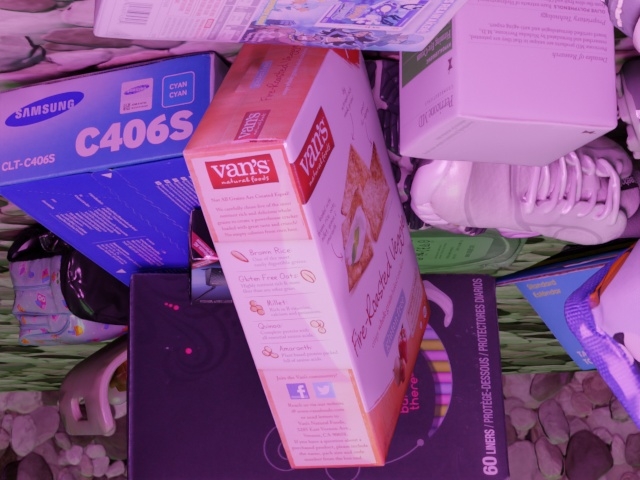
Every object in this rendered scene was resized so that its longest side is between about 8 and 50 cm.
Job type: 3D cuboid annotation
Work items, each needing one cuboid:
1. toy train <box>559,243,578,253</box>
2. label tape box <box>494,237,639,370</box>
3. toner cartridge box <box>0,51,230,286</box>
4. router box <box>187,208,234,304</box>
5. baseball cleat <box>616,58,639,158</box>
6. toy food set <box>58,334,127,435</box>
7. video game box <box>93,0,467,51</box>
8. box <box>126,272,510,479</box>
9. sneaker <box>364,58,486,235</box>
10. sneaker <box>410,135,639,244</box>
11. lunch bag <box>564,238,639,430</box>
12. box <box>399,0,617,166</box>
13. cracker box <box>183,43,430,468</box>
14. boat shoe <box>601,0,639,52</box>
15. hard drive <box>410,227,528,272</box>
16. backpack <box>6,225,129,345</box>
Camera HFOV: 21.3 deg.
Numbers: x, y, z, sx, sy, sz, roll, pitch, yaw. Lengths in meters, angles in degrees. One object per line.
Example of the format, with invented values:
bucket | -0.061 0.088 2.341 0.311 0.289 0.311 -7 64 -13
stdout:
toy train | 0.326 0.015 1.657 0.184 0.080 0.105 4 163 -21
label tape box | 0.306 0.026 1.326 0.333 0.106 0.240 -21 -176 -38
toner cartridge box | -0.082 -0.019 1.255 0.165 0.075 0.348 -9 157 18
router box | -0.031 0.013 1.183 0.122 0.038 0.092 0 159 -4
baseball cleat | 0.258 -0.089 1.149 0.109 0.072 0.206 -14 173 17
toy food set | -0.112 0.101 1.702 0.306 0.092 0.220 -33 -175 -18
video game box | -0.012 -0.145 0.847 0.187 0.048 0.205 4 169 -12
box | -0.008 0.123 1.267 0.270 0.165 0.143 -1 157 -5
sneaker | 0.044 -0.056 1.206 0.110 0.107 0.275 9 172 23
sneaker | 0.150 -0.048 1.163 0.118 0.110 0.292 17 -175 26
lunch bag | 0.365 -0.027 0.835 0.385 0.239 0.328 -27 174 -38
box | 0.107 -0.097 0.999 0.102 0.087 0.101 2 169 -17
cracker box | 0.000 0.000 1.023 0.067 0.156 0.232 -5 124 20
boat shoe | 0.203 -0.136 0.848 0.116 0.099 0.319 -45 163 20
hard drive | 0.012 -0.018 1.498 0.339 0.064 0.237 0 169 0
backpack | -0.237 0.046 1.686 0.152 0.115 0.182 5 171 -40
